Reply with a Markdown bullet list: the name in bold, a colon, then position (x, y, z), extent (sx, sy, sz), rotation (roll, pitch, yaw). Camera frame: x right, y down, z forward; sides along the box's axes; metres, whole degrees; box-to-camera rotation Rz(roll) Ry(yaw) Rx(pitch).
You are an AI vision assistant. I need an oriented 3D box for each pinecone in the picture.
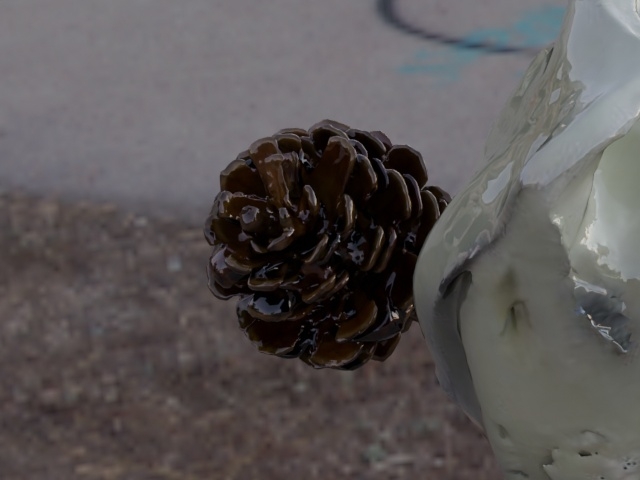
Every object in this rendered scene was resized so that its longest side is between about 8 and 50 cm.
- **pinecone**: position (0.000, 0.000, 1.222), extent (0.173, 0.174, 0.173), rotation (-4, 21, 2)

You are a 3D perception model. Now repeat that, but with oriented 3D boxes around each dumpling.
- **dumpling**: position (0.151, 0.001, 0.877), extent (0.187, 0.318, 0.243), rotation (-8, 54, 31)
